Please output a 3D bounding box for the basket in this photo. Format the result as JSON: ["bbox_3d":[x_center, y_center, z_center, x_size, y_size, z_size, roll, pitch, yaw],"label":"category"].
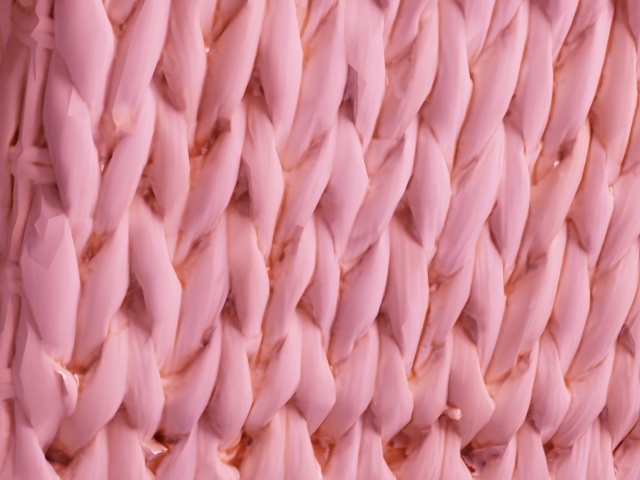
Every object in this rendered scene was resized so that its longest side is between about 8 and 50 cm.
[{"bbox_3d":[-0.008,-0.116,0.598,0.266,0.331,0.328,2,20,-24],"label":"basket"}]
